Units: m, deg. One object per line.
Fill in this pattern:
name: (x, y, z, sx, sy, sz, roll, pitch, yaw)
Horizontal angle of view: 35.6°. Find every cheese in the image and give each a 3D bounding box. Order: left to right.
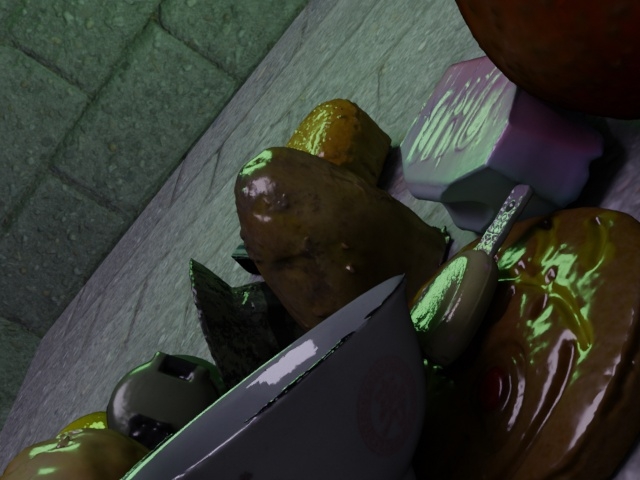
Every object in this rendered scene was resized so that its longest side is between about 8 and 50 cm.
cheese: (0.144, 0.028, 0.932, 0.192, 0.037, 0.097, -56, 19, -8)

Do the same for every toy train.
toy train: (-0.092, 0.029, 1.748, 0.048, 0.055, 0.252, -51, 17, -13)

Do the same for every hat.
hat: (-0.085, 0.128, 1.400, 0.128, 0.266, 0.265, -17, 22, -2)

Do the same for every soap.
soap: (0.192, -0.109, 1.114, 0.193, 0.109, 0.324, -60, 14, -1)

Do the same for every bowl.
bowl: (-0.018, 0.191, 0.867, 0.345, 0.157, 0.345, -37, 1, 1)

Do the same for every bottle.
bottle: (-0.196, 0.232, 1.324, 0.168, 0.168, 0.347, -60, -3, -8)

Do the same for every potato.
potato: (0.000, 0.000, 1.226, 0.229, 0.266, 0.229, -46, 19, 21)

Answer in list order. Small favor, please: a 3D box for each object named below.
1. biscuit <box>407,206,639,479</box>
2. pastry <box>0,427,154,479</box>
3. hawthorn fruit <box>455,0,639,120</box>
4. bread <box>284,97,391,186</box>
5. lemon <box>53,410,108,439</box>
biscuit: (0.153, 0.122, 0.922, 0.394, 0.070, 0.350, -25, 36, 58)
pastry: (-0.216, 0.394, 1.006, 0.409, 0.245, 0.410, -2, -90, -89)
hawthorn fruit: (0.260, -0.320, 0.894, 0.403, 0.403, 0.403, -49, 20, 24)
bread: (0.009, -0.105, 1.564, 0.240, 0.139, 0.240, -49, 19, 24)
lemon: (-0.355, 0.377, 1.611, 0.231, 0.192, 0.192, -56, 18, 2)
